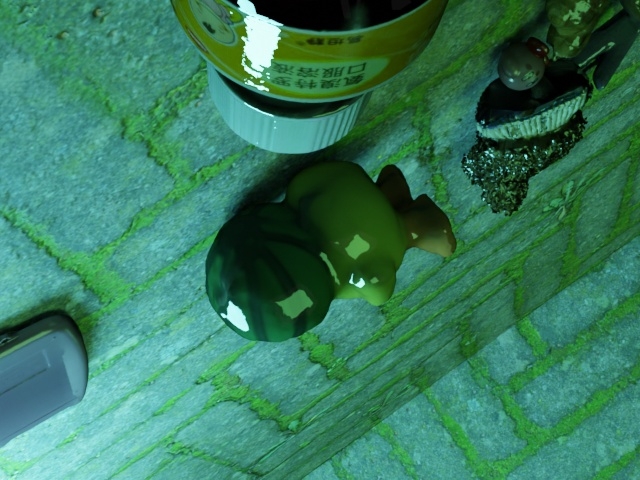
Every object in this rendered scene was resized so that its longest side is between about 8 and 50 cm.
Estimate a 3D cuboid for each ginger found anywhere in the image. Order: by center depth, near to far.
[{"bbox_3d":[0.370,-0.358,1.490,0.148,0.081,0.334,-19,150,-43],"label":"ginger"}]

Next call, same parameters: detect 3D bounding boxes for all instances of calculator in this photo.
[{"bbox_3d":[-0.395,0.192,1.516,0.194,0.043,0.294,-28,158,-19],"label":"calculator"}]

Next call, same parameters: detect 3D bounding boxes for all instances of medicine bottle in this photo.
[{"bbox_3d":[-0.005,-0.215,0.965,0.242,0.242,0.395,-33,167,-9],"label":"medicine bottle"}]

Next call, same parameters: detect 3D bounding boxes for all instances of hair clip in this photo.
[{"bbox_3d":[0.476,-0.325,1.701,0.278,0.137,0.090,-43,-165,19],"label":"hair clip"}]

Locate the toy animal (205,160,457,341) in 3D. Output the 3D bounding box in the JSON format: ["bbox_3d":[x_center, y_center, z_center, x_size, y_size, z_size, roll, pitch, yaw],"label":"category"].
[{"bbox_3d":[-0.002,-0.002,1.532,0.338,0.216,0.191,-26,131,-17],"label":"toy animal"}]

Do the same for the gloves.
[{"bbox_3d":[0.314,-0.156,1.775,0.210,0.135,0.312,-41,164,-5],"label":"gloves"}]

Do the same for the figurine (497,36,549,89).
[{"bbox_3d":[0.286,-0.247,1.619,0.071,0.067,0.083,-50,149,1],"label":"figurine"}]
